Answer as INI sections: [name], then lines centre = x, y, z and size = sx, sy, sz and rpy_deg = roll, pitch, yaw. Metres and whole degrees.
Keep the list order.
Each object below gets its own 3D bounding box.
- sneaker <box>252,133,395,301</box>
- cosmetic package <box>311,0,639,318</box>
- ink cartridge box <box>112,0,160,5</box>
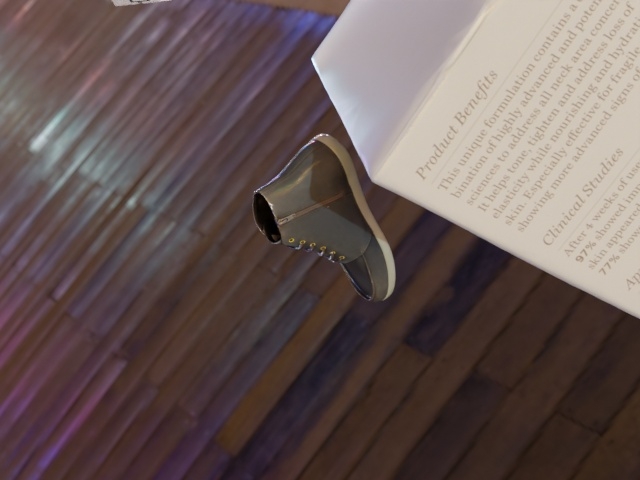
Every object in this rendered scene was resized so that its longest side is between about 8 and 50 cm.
[sneaker]
centre = 0.000, 0.000, 1.396
size = 0.118, 0.222, 0.083
rpy_deg = -38, 31, -23
[cosmetic package]
centre = 0.261, -0.178, 1.311
size = 0.329, 0.393, 0.327
rpy_deg = -55, 25, 19
[ink cartridge box]
centre = -0.241, -0.348, 1.673
size = 0.083, 0.028, 0.048
rpy_deg = -3, 62, 12
